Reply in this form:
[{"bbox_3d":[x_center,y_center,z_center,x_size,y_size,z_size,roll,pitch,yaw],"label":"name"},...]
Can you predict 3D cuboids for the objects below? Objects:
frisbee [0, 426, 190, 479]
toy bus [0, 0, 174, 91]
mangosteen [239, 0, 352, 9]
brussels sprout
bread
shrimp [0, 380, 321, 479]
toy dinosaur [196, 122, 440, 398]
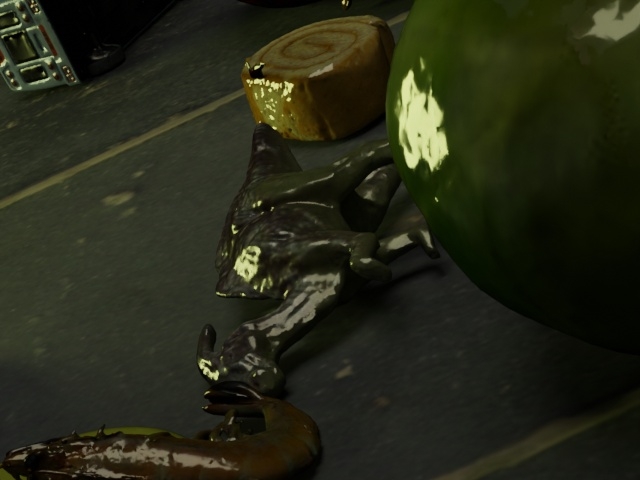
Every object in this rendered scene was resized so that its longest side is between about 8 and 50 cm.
[{"bbox_3d":[-0.167,0.175,1.064,0.236,0.017,0.236,-21,21,8],"label":"frisbee"},{"bbox_3d":[-0.247,-0.277,2.044,0.133,0.125,0.292,-10,27,32],"label":"toy bus"},{"bbox_3d":[0.000,-0.348,1.817,0.306,0.359,0.306,-44,-6,-6],"label":"mangosteen"},{"bbox_3d":[0.199,-0.084,0.946,0.344,0.268,0.344,-15,18,5],"label":"brussels sprout"},{"bbox_3d":[0.003,-0.138,1.534,0.122,0.073,0.149,-33,23,-26],"label":"bread"},{"bbox_3d":[-0.086,0.109,1.062,0.178,0.034,0.124,-2,21,12],"label":"shrimp"},{"bbox_3d":[-0.003,-0.005,1.228,0.162,0.077,0.294,-18,23,16],"label":"toy dinosaur"}]
